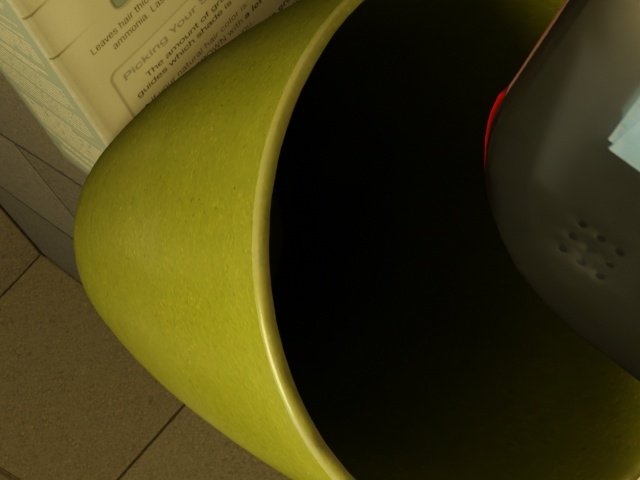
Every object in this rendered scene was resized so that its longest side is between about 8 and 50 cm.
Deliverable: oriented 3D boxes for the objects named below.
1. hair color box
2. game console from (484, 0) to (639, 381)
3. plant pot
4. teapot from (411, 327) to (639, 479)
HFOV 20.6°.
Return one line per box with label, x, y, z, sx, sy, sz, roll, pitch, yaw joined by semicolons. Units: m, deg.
hair color box;-0.113;-0.175;0.984;0.113;0.185;0.374;36;167;28
game console;0.233;-0.013;0.413;0.342;0.060;0.386;41;143;8
plant pot;0.000;0.000;0.897;0.275;0.275;0.293;48;155;-27
teapot;0.219;0.121;0.987;0.256;0.187;0.252;27;162;48
